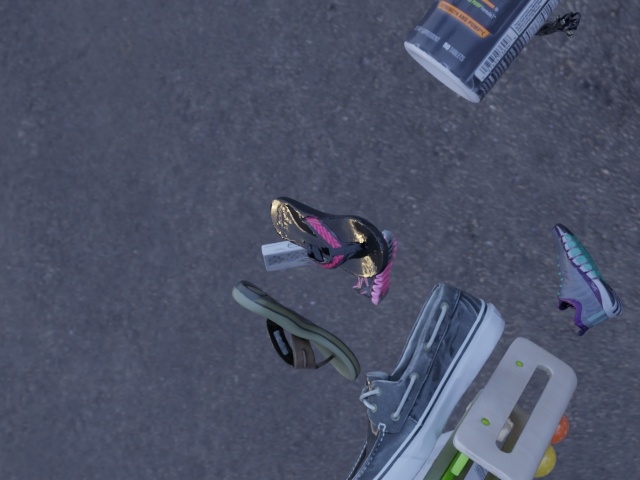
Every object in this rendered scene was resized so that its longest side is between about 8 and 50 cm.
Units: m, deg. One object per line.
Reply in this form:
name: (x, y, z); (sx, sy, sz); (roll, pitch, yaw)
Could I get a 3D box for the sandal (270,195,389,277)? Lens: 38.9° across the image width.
sandal: (0.000, 0.000, 0.951); (0.179, 0.040, 0.067); (20, 124, 42)

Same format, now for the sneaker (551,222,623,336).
sneaker: (0.450, 0.065, 1.635); (0.098, 0.083, 0.224); (-39, 41, 18)

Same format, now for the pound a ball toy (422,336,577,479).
pound a ball toy: (0.253, 0.288, 1.263); (0.135, 0.319, 0.208); (34, 126, 13)

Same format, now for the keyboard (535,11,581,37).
keyboard: (0.392, -0.455, 1.638); (0.033, 0.317, 0.202); (-25, 101, -5)

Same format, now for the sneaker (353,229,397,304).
sneaker: (0.074, 0.034, 1.299); (0.057, 0.047, 0.119); (24, 123, 24)

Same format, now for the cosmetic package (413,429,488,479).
cosmetic package: (0.249, 0.526, 1.946); (0.224, 0.224, 0.138); (-23, 96, 27)

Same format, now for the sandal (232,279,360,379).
sandal: (-0.051, 0.167, 1.552); (0.120, 0.302, 0.086); (24, 80, 54)

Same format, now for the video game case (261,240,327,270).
video game case: (-0.014, 0.016, 1.360); (0.143, 0.157, 0.019); (-10, 80, -3)

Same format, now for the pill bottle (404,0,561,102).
pill bottle: (0.230, -0.311, 1.167); (0.130, 0.130, 0.246); (42, 98, 33)

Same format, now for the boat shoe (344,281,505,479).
boat shoe: (0.107, 0.207, 1.194); (0.119, 0.121, 0.335); (33, 84, -4)
